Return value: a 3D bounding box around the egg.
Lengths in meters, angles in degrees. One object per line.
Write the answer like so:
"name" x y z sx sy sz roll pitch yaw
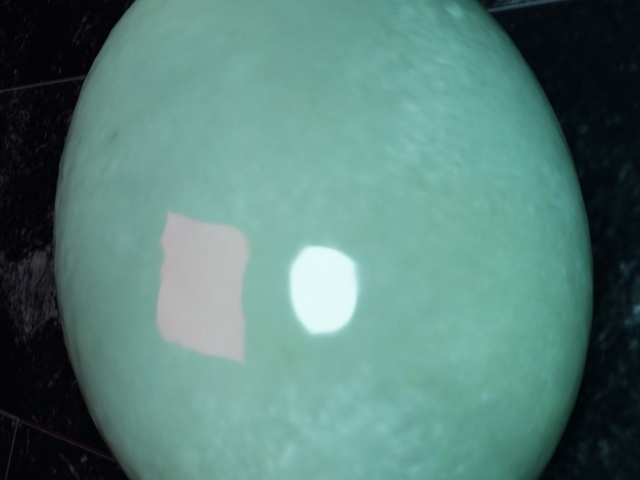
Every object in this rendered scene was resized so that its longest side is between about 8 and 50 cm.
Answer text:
"egg" 0.000 0.000 0.689 0.258 0.259 0.352 -49 42 37
